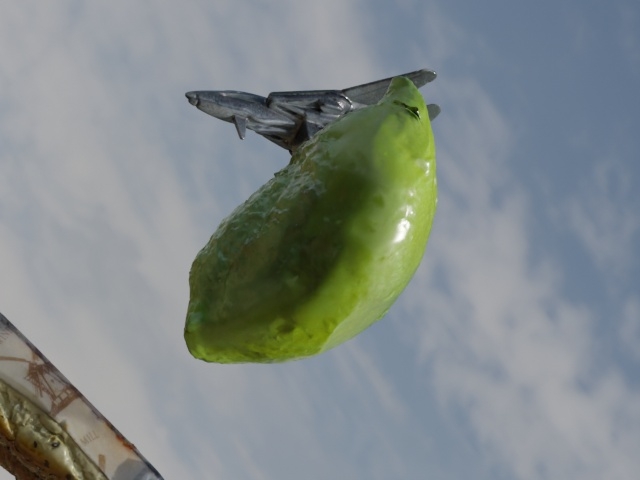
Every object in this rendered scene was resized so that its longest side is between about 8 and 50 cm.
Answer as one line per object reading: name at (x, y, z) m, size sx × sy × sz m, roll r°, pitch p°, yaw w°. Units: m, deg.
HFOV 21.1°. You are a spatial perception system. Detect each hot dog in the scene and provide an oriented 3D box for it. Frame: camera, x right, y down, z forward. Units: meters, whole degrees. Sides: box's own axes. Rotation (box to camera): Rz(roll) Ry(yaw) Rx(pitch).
hot dog at (-0.223, 0.151, 1.355) m, size 0.268 × 0.075 × 0.144 m, roll 41°, pitch -28°, yaw 4°

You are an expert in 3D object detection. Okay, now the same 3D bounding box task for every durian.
durian at (0.000, 0.000, 1.255) m, size 0.139 × 0.250 × 0.101 m, roll 51°, pitch 11°, yaw 15°

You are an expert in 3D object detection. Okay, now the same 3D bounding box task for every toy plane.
toy plane at (-0.016, -0.118, 1.829) m, size 0.212 × 0.267 × 0.088 m, roll -56°, pitch -140°, yaw 40°
